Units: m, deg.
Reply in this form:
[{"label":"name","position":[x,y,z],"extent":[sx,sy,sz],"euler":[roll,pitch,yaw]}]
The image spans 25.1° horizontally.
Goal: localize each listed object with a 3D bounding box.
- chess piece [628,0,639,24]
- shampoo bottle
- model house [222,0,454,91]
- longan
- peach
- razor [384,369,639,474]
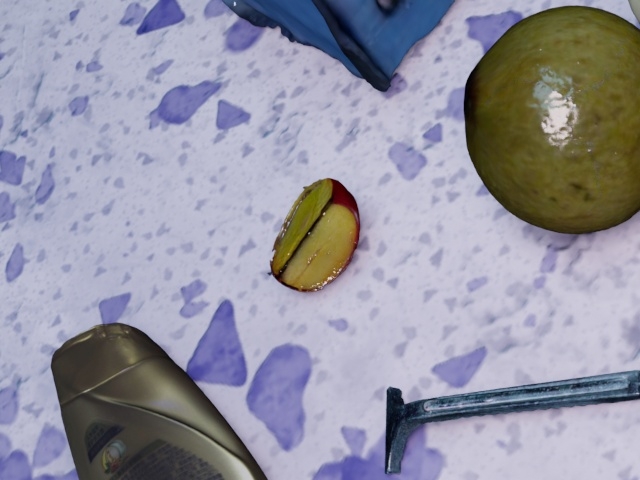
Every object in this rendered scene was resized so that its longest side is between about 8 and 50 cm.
[{"label":"chess piece","position":[0.402,-0.181,0.839],"extent":[0.442,0.234,0.234],"euler":[13,70,41]},{"label":"shampoo bottle","position":[-0.100,0.190,1.027],"extent":[0.125,0.084,0.350],"euler":[-40,48,3]},{"label":"model house","position":[0.031,-0.305,1.173],"extent":[0.303,0.215,0.237],"euler":[-48,47,-8]},{"label":"longan","position":[0.181,-0.080,0.979],"extent":[0.176,0.145,0.154],"euler":[13,93,-3]},{"label":"peach","position":[0.000,0.000,1.100],"extent":[0.077,0.050,0.083],"euler":[-25,37,49]},{"label":"razor","position":[0.123,0.111,0.962],"extent":[0.190,0.033,0.066],"euler":[-12,57,27]}]
